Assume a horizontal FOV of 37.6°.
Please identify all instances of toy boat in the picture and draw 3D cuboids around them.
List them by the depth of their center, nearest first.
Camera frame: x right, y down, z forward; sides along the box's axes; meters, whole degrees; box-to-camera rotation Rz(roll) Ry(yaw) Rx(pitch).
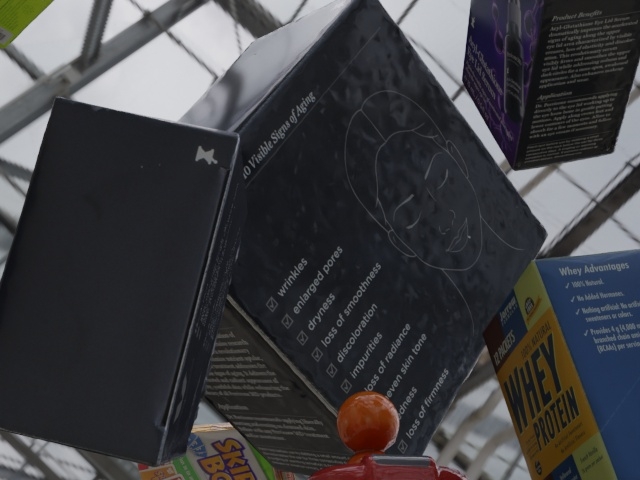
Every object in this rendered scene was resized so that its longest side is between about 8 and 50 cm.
[{"bbox_3d":[0.045,0.215,0.869,0.151,0.151,0.231,5,-25,-11],"label":"toy boat"}]

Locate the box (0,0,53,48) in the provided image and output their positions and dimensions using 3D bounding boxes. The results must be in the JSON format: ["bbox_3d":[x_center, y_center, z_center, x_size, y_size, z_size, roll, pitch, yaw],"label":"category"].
[{"bbox_3d":[-0.271,-0.270,0.853,0.109,0.178,0.042,-35,-42,22],"label":"box"}]

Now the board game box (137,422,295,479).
[{"bbox_3d":[-0.177,0.362,1.542,0.260,0.039,0.124,-9,-74,13],"label":"board game box"}]

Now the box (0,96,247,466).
[{"bbox_3d":[-0.100,0.029,0.492,0.093,0.156,0.158,13,-12,-1],"label":"box"}]

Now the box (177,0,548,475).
[{"bbox_3d":[0.000,0.000,1.313,0.297,0.480,0.471,-9,-53,51],"label":"box"}]

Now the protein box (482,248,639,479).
[{"bbox_3d":[0.275,0.125,0.791,0.136,0.200,0.201,107,-27,-56],"label":"protein box"}]

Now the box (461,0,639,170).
[{"bbox_3d":[0.213,-0.194,0.867,0.207,0.108,0.153,88,-12,-45],"label":"box"}]
